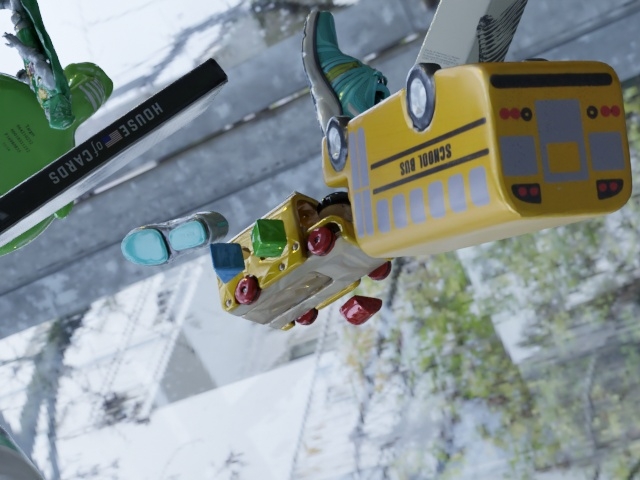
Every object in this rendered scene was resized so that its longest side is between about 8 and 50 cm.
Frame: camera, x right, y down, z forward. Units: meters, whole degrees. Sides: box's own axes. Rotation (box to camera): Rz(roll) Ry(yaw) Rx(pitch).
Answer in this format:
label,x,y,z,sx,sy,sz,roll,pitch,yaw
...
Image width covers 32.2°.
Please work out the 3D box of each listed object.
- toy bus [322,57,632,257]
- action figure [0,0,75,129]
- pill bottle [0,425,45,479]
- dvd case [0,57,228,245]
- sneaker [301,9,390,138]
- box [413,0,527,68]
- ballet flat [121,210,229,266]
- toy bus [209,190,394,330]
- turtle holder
label,x,y,z,sx,sy,sz,roll,pitch,yaw
toy bus,0.103,-0.061,0.874,0.108,0.333,0.130,-5,-95,-20
action figure,-0.350,-0.228,1.361,0.137,0.063,0.232,95,151,-60
pill bottle,-0.370,0.134,0.799,0.361,0.204,0.204,35,-171,34
dvd case,-0.196,-0.072,0.979,0.029,0.239,0.179,55,168,-6
sneaker,0.041,-0.211,1.556,0.107,0.110,0.275,68,-174,-61
box,0.255,-0.364,1.769,0.113,0.094,0.275,19,-86,-54
ballet flat,-0.236,-0.002,1.826,0.068,0.213,0.072,-20,-84,-52
toy bus,-0.012,0.004,1.099,0.191,0.202,0.104,96,163,-56
turtle holder,-0.442,-0.131,1.462,0.243,0.320,0.227,28,-178,-23
